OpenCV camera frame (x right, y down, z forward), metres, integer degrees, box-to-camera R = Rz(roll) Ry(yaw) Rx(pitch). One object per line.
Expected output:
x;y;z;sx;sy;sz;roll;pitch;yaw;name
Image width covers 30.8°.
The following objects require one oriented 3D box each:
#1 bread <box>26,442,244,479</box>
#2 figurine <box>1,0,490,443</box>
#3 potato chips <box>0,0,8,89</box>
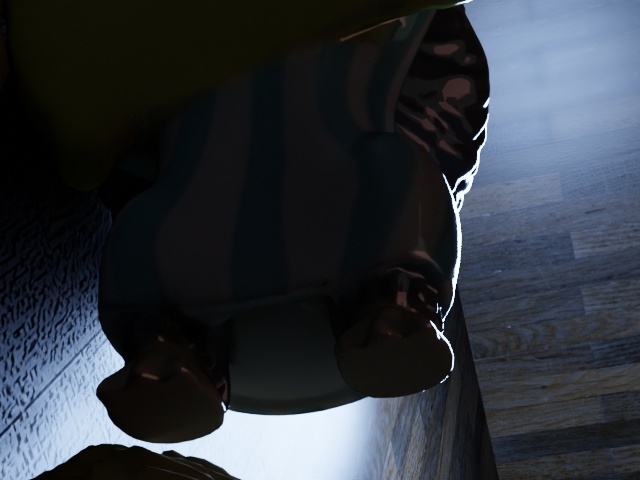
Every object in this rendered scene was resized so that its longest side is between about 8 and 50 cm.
-0.041;0.224;0.584;0.389;0.183;0.236;64;23;-59;bread
0.000;0.000;0.695;0.378;0.266;0.361;64;16;-53;figurine
-0.185;-0.157;0.528;0.150;0.049;0.202;-32;109;-81;potato chips
